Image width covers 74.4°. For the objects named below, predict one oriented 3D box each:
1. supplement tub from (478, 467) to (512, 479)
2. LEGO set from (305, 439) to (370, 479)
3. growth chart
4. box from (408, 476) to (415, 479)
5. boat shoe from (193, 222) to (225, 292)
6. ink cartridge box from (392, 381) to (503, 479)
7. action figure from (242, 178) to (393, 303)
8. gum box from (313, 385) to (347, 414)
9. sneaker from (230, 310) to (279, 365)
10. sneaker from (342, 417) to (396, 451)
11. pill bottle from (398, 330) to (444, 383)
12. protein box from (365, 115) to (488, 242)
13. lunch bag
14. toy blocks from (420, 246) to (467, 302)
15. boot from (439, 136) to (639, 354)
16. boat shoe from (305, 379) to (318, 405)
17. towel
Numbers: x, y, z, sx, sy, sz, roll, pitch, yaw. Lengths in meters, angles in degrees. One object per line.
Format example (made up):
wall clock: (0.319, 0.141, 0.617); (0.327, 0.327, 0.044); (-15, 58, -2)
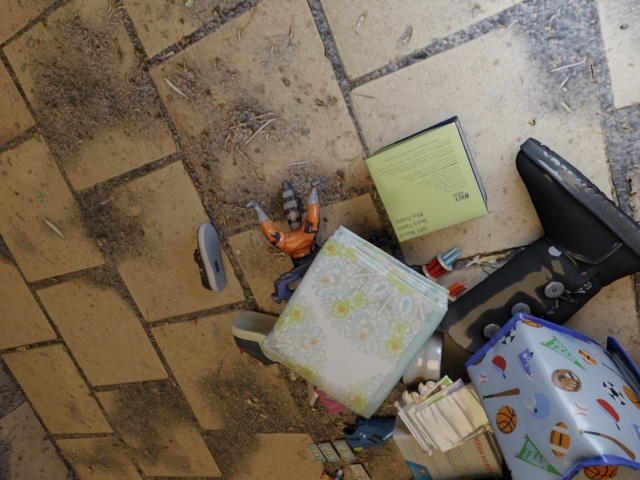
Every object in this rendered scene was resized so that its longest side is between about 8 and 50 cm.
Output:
supplement tub: (0.531, 0.749, 1.167); (0.193, 0.193, 0.316); (44, 121, -1)
LEGO set: (0.065, 0.804, 1.452); (0.182, 0.060, 0.244); (-24, 102, 32)
growth chart: (0.305, 0.413, 1.011); (0.237, 0.021, 0.172); (-34, 74, 23)
box: (0.318, 0.837, 1.375); (0.105, 0.043, 0.179); (35, 117, 4)
boat shoe: (-0.349, 0.054, 1.286); (0.076, 0.080, 0.229); (3, 120, 19)
ink cartridge box: (0.342, 0.509, 1.127); (0.232, 0.168, 0.171); (-18, 108, 26)
action figure: (0.000, 0.000, 1.110); (0.341, 0.178, 0.330); (-21, 112, 0)
gum box: (0.080, 0.428, 1.246); (0.188, 0.062, 0.107); (-27, 108, 11)
sneaker: (-0.106, 0.326, 1.283); (0.349, 0.131, 0.148); (13, 123, 22)
sneaker: (0.157, 0.590, 1.317); (0.209, 0.069, 0.082); (-35, 92, 30)
pill bottle: (0.181, 0.289, 1.125); (0.278, 0.162, 0.162); (5, 114, 19)
protein box: (0.239, -0.135, 0.935); (0.199, 0.136, 0.201); (-19, 103, 26)
lunch bag: (0.550, 0.359, 0.851); (0.385, 0.328, 0.239); (21, 124, -17)
toy blocks: (0.313, 0.096, 1.053); (0.123, 0.054, 0.148); (45, 120, -1)
boot: (0.429, 0.055, 0.939); (0.367, 0.146, 0.445); (41, 121, -1)
boat shoe: (-0.015, 0.436, 1.323); (0.063, 0.066, 0.184); (26, 120, 21)
towel: (0.080, 0.195, 1.003); (0.320, 0.090, 0.375); (33, 101, 6)
